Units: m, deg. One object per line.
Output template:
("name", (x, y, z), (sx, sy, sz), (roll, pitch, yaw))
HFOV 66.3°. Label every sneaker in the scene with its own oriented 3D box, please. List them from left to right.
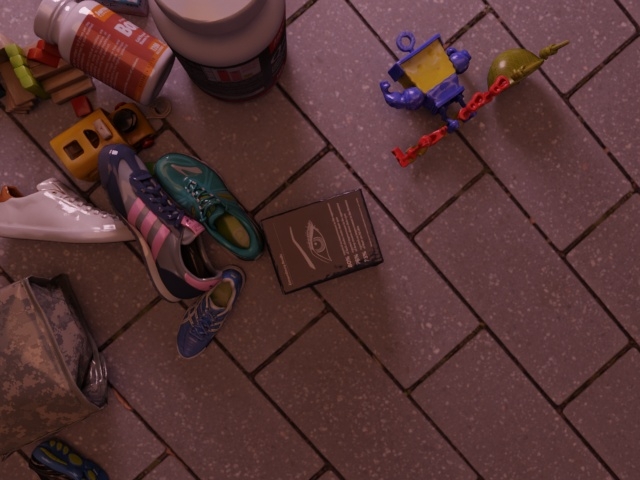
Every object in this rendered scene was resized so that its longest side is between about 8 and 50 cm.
("sneaker", (-0.499, 0.479, 0.981), (0.188, 0.067, 0.078), (42, 110, -5))
("sneaker", (-0.474, -0.056, 0.936), (0.290, 0.106, 0.123), (5, 90, -4))
("sneaker", (-0.282, -0.041, 0.903), (0.131, 0.112, 0.319), (-15, 109, 24))
("sneaker", (-0.225, 0.142, 0.970), (0.080, 0.081, 0.211), (29, 91, -6))
("sneaker", (-0.209, -0.069, 0.950), (0.275, 0.110, 0.107), (44, 87, -3))

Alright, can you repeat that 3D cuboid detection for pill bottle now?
("pill bottle", (-0.386, -0.350, 0.887), (0.216, 0.121, 0.121), (28, 90, -17))
("pill bottle", (-0.161, -0.373, 0.816), (0.210, 0.363, 0.210), (0, 92, -3))

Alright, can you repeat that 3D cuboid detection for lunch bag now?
("lunch bag", (-0.554, 0.235, 0.911), (0.235, 0.169, 0.287), (-24, 89, -3))

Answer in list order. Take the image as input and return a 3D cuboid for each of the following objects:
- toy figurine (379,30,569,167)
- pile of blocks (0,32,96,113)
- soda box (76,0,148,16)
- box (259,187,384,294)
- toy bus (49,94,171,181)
("toy figurine", (0.243, -0.334, 0.937), (0.363, 0.191, 0.217), (-37, 89, -3))
("pile of blocks", (-0.626, -0.324, 0.916), (0.362, 0.112, 0.148), (0, 92, -3))
("soda box", (-0.430, -0.486, 0.947), (0.183, 0.063, 0.058), (7, 91, -4))
("box", (0.000, 0.000, 0.966), (0.207, 0.108, 0.153), (-17, 93, -2))
("toy bus", (-0.405, -0.200, 0.937), (0.191, 0.104, 0.202), (9, 92, -4))
